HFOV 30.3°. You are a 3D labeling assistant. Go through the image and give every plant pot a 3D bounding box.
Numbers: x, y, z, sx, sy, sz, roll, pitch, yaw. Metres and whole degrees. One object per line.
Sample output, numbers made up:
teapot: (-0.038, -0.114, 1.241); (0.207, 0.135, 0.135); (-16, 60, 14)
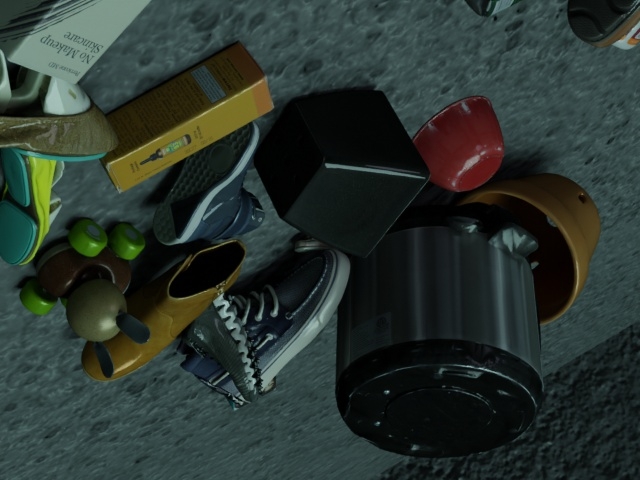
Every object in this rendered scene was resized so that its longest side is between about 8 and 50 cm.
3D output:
plant pot: (0.015, -0.109, 1.735); (0.167, 0.188, 0.187); (8, 133, -38)
plant pot: (0.416, -0.004, 2.309); (0.203, 0.291, 0.291); (-33, 160, -44)

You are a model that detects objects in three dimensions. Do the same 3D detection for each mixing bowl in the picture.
mixing bowl: (0.247, -0.149, 2.027); (0.181, 0.098, 0.181); (-28, 155, -14)

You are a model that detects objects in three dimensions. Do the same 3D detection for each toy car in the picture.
toy car: (-0.305, 0.091, 1.658); (0.155, 0.188, 0.149); (-47, 153, 23)

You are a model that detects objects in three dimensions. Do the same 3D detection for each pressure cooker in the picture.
pressure cooker: (0.212, 0.133, 2.125); (0.370, 0.420, 0.375); (-3, 142, 5)

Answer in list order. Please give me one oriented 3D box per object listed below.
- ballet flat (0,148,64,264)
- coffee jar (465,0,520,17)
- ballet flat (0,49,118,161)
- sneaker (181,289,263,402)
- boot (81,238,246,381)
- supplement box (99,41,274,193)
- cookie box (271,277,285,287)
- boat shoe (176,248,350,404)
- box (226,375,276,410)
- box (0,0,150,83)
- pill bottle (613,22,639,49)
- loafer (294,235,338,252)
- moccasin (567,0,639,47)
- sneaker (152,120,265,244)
ballet flat: (-0.359, -0.057, 1.479); (0.077, 0.077, 0.231); (-37, 159, -37)
coffee jar: (0.284, -0.387, 1.658); (0.184, 0.096, 0.079); (-25, 156, -23)
ballet flat: (-0.352, -0.156, 1.289); (0.342, 0.116, 0.124); (-2, 123, -43)
sneaker: (-0.171, 0.166, 1.958); (0.106, 0.234, 0.078); (-20, -173, 6)
boot: (-0.242, 0.099, 1.782); (0.295, 0.104, 0.211); (-39, 179, -13)
supplement box: (-0.180, -0.157, 1.511); (0.233, 0.080, 0.078); (-32, 154, -11)
cookie box: (-0.049, 0.104, 2.170); (0.092, 0.040, 0.107); (-29, 155, -15)
boat shoe: (-0.104, 0.130, 2.033); (0.158, 0.127, 0.340); (30, 106, -29)
box: (-0.140, 0.234, 2.262); (0.101, 0.060, 0.244); (-26, 153, -18)
box: (-0.218, -0.295, 1.201); (0.275, 0.094, 0.113); (-45, 154, 18)
pill bottle: (0.515, -0.419, 1.855); (0.121, 0.121, 0.221); (-4, 141, -48)
loafer: (0.000, 0.000, 2.063); (0.045, 0.039, 0.125); (-12, 172, 43)
moccasin: (0.488, -0.455, 1.714); (0.147, 0.139, 0.380); (3, 114, -60)
sneaker: (-0.124, -0.087, 1.691); (0.163, 0.086, 0.226); (-1, 137, -53)
